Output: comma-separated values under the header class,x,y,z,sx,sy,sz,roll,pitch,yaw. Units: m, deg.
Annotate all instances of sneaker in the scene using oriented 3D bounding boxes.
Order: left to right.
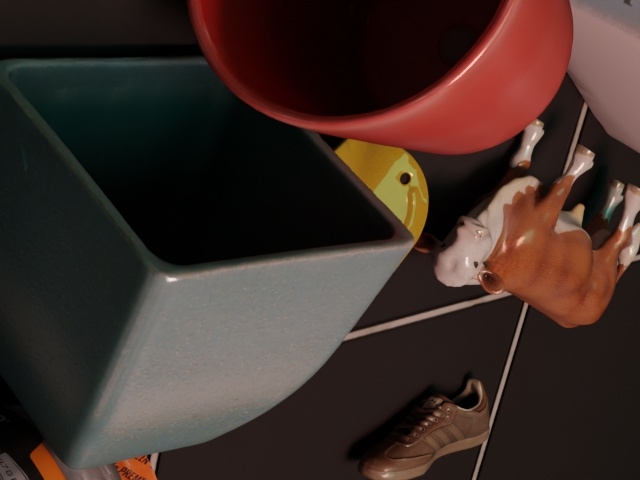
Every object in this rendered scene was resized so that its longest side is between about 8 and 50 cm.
class,x,y,z,sx,sy,sz,roll,pitch,yaw
sneaker,0.109,0.200,1.800,0.188,0.066,0.071,-18,113,-44

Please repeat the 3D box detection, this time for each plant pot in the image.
class,x,y,z,sx,sy,sz,roll,pitch,yaw
plant pot,-0.130,0.032,1.280,0.248,0.247,0.252,-7,134,-43
plant pot,0.071,-0.186,1.314,0.275,0.275,0.243,-57,152,4

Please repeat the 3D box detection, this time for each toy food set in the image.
class,x,y,z,sx,sy,sz,roll,pitch,yaw
toy food set,0.000,0.000,1.529,0.128,0.071,0.218,42,83,-28

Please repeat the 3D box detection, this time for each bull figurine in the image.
class,x,y,z,sx,sy,sz,roll,pitch,yaw
bull figurine,0.224,-0.009,1.715,0.310,0.101,0.188,28,94,-51

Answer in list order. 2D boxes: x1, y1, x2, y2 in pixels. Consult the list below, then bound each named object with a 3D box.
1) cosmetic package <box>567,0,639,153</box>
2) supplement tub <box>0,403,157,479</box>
class,x,y,z,sx,sy,sz,roll,pitch,yaw
cosmetic package,0.465,-0.253,1.597,0.393,0.329,0.327,-51,143,-5
supplement tub,-0.289,0.249,1.306,0.316,0.193,0.193,-24,133,-34
